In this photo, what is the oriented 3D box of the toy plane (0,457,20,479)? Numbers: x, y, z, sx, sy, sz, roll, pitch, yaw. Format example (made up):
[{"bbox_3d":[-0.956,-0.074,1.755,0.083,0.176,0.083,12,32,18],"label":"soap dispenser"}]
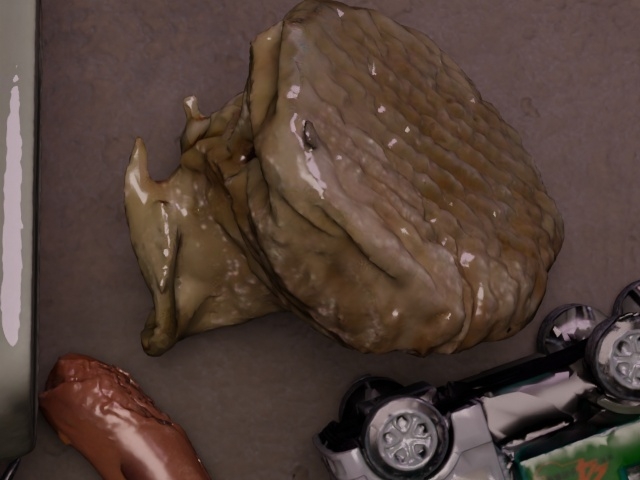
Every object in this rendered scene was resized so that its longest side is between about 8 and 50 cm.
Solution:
[{"bbox_3d":[-0.267,0.167,1.342,0.160,0.082,0.234,26,64,13],"label":"toy plane"}]

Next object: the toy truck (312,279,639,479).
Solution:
[{"bbox_3d":[0.184,0.139,1.316,0.363,0.176,0.178,-16,92,-7],"label":"toy truck"}]

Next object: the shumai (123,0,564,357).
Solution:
[{"bbox_3d":[0.000,0.000,1.333,0.262,0.314,0.267,-33,57,34],"label":"shumai"}]

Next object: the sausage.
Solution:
[{"bbox_3d":[-0.094,0.203,1.338,0.078,0.078,0.304,-37,82,-9],"label":"sausage"}]

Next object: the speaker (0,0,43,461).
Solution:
[{"bbox_3d":[-0.288,-0.043,1.299,0.184,0.183,0.406,0,66,-6],"label":"speaker"}]
